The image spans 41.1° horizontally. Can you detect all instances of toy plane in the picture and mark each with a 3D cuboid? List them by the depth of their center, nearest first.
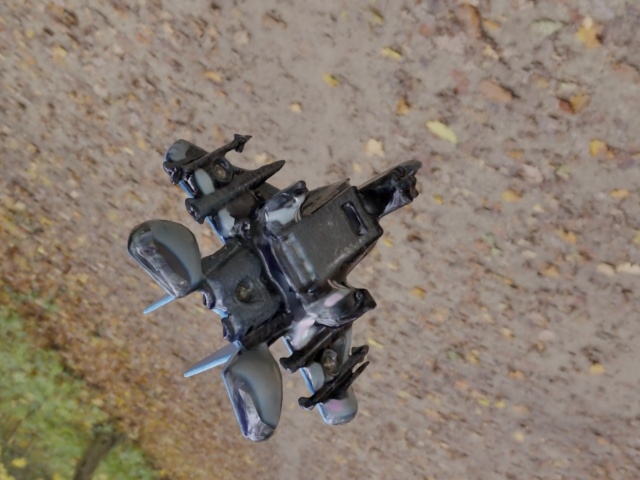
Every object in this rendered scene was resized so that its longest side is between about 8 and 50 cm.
[{"bbox_3d":[0.005,-0.003,0.474,0.078,0.246,0.169,-25,98,48],"label":"toy plane"}]
